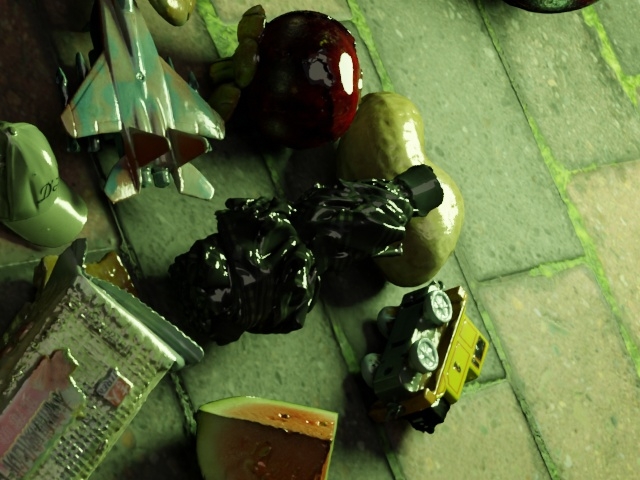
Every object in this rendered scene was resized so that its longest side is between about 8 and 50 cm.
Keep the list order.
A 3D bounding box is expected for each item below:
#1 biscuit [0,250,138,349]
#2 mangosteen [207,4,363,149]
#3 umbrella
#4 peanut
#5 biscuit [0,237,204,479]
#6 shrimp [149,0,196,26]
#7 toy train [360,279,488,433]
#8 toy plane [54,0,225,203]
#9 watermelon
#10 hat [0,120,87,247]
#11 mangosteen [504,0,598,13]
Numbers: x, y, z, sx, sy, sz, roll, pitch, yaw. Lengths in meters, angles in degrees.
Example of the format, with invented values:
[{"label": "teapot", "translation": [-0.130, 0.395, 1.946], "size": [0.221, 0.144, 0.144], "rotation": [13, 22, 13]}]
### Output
[{"label": "biscuit", "translation": [-0.260, 0.103, 1.745], "size": [0.228, 0.031, 0.176], "rotation": [-19, 79, -44]}, {"label": "mangosteen", "translation": [-0.040, -0.189, 2.036], "size": [0.180, 0.166, 0.166], "rotation": [9, 57, -10]}, {"label": "umbrella", "translation": [0.004, 0.012, 1.916], "size": [0.336, 0.128, 0.154], "rotation": [-13, 82, -26]}, {"label": "peanut", "translation": [0.091, -0.065, 2.097], "size": [0.137, 0.122, 0.253], "rotation": [-9, 69, -36]}, {"label": "biscuit", "translation": [-0.255, 0.167, 1.639], "size": [0.186, 0.079, 0.309], "rotation": [44, 59, -15]}, {"label": "shrimp", "translation": [-0.198, -0.364, 1.995], "size": [0.145, 0.061, 0.267], "rotation": [37, 39, -56]}, {"label": "toy train", "translation": [0.123, 0.139, 2.028], "size": [0.127, 0.089, 0.219], "rotation": [47, 42, -25]}, {"label": "toy plane", "translation": [-0.214, -0.191, 1.911], "size": [0.223, 0.104, 0.326], "rotation": [-3, 64, -44]}, {"label": "watermelon", "translation": [-0.046, 0.247, 1.813], "size": [0.193, 0.137, 0.145], "rotation": [5, 98, -40]}, {"label": "hat", "translation": [-0.302, -0.056, 1.776], "size": [0.166, 0.081, 0.122], "rotation": [42, 47, -30]}, {"label": "mangosteen", "translation": [0.320, -0.450, 2.431], "size": [0.288, 0.288, 0.288], "rotation": [21, 53, -32]}]
